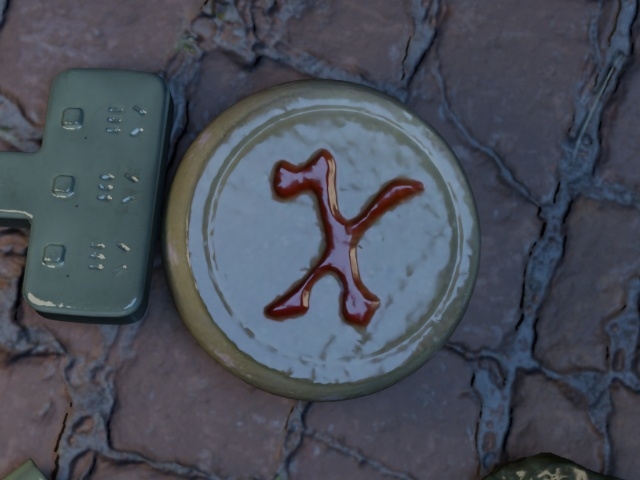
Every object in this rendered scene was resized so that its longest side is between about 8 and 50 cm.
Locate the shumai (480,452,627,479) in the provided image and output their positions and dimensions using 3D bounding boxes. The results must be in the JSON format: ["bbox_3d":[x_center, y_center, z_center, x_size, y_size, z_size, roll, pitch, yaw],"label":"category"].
[{"bbox_3d":[0.275,0.351,1.958,0.272,0.204,0.222,9,82,23],"label":"shumai"}]

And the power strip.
[{"bbox_3d":[-0.259,-0.049,1.851,0.194,0.059,0.264,3,73,6],"label":"power strip"}]

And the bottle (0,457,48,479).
[{"bbox_3d":[-0.354,0.309,1.835,0.201,0.072,0.072,-38,95,-12],"label":"bottle"}]

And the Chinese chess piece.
[{"bbox_3d":[0.000,0.000,1.894,0.338,0.140,0.338,1,87,-13],"label":"Chinese chess piece"}]
